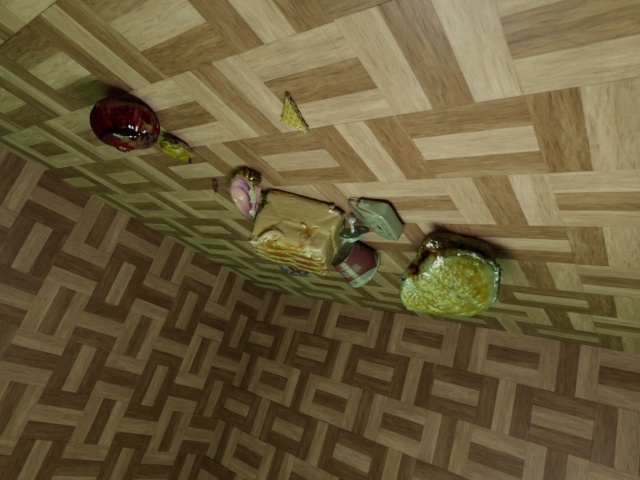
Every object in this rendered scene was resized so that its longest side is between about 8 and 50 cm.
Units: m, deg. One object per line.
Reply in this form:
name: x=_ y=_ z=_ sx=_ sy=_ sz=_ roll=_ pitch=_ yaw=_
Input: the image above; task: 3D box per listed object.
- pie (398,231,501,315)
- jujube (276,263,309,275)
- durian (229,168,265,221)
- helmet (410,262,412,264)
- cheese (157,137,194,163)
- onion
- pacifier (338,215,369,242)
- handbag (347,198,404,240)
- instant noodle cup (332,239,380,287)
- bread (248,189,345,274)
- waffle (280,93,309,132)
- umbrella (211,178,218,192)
pie: x=0.552 y=0.173 z=1.821 sx=0.395 sy=0.180 sz=0.418 roll=18 pitch=123 yaw=4
jujube: x=-0.156 y=0.084 z=2.471 sx=0.247 sy=0.215 sz=0.308 roll=2 pitch=154 yaw=40
durian: x=-0.324 y=-0.224 z=1.928 sx=0.191 sy=0.112 sz=0.341 roll=44 pitch=154 yaw=19
helmet: x=0.590 y=0.197 z=2.058 sx=0.197 sy=0.271 sz=0.338 roll=-32 pitch=135 yaw=28
cheese: x=-0.612 y=-0.381 z=1.819 sx=0.157 sy=0.064 sz=0.250 roll=21 pitch=171 yaw=-5
onion: x=-0.733 y=-0.429 z=1.598 sx=0.247 sy=0.190 sz=0.246 roll=6 pitch=175 yaw=1
pacifier: x=0.145 y=-0.058 z=1.910 sx=0.127 sy=0.150 sz=0.116 roll=28 pitch=134 yaw=54
handbag: x=0.225 y=-0.096 z=1.810 sx=0.219 sy=0.079 sz=0.256 roll=20 pitch=164 yaw=37
instant noodle cup: x=0.173 y=0.108 z=2.237 sx=0.178 sy=0.234 sz=0.235 roll=37 pitch=155 yaw=-24
bread: x=-0.096 y=-0.025 z=2.016 sx=0.390 sy=0.279 sz=0.371 roll=14 pitch=163 yaw=8
waffle: x=-0.071 y=-0.394 z=1.316 sx=0.098 sy=0.023 sz=0.152 roll=19 pitch=161 yaw=-5
umbrella: x=-0.527 y=-0.269 z=2.123 sx=0.027 sy=0.025 sz=0.165 roll=41 pitch=160 yaw=3
